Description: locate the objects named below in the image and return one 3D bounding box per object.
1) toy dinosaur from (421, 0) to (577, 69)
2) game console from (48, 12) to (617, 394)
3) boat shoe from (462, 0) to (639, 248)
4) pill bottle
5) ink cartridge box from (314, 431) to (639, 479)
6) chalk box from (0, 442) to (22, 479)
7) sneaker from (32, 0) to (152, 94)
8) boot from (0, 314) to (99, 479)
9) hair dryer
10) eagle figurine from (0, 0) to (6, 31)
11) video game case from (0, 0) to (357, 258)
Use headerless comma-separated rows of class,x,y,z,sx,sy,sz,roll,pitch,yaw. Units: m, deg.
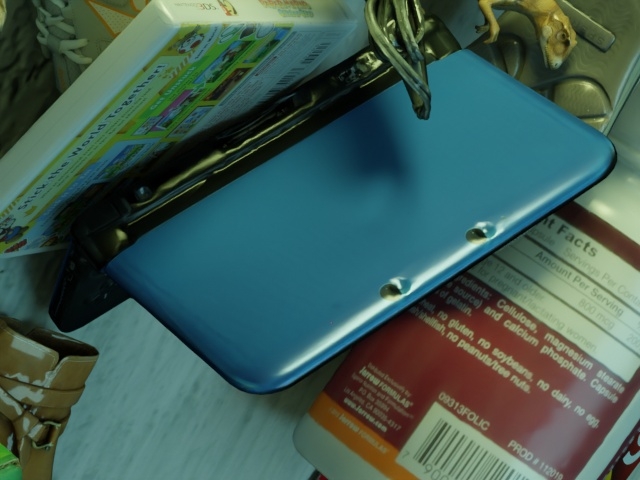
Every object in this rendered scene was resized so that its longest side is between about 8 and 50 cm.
toy dinosaur,0.094,-0.202,1.331,0.211,0.112,0.064,48,34,-24
game console,0.000,0.000,1.258,0.293,0.173,0.250,-31,168,-24
boat shoe,0.177,-0.124,1.426,0.355,0.132,0.130,-51,169,21
pill bottle,0.174,0.062,1.551,0.392,0.224,0.224,-54,148,-1
ink cartridge box,0.165,0.191,1.816,0.272,0.130,0.309,-53,148,-1
chalk box,-0.275,0.175,1.056,0.179,0.289,0.180,-25,138,-39
sneaker,-0.131,-0.140,1.149,0.121,0.099,0.262,-54,148,5
boot,-0.193,0.135,1.337,0.152,0.073,0.197,-58,149,4
hair dryer,0.020,-0.193,1.220,0.293,0.080,0.224,-79,164,-80
eagle figurine,-0.097,-0.275,0.958,0.298,0.226,0.225,-39,180,9
video game case,-0.106,-0.068,1.203,0.227,0.026,0.206,-42,165,27
